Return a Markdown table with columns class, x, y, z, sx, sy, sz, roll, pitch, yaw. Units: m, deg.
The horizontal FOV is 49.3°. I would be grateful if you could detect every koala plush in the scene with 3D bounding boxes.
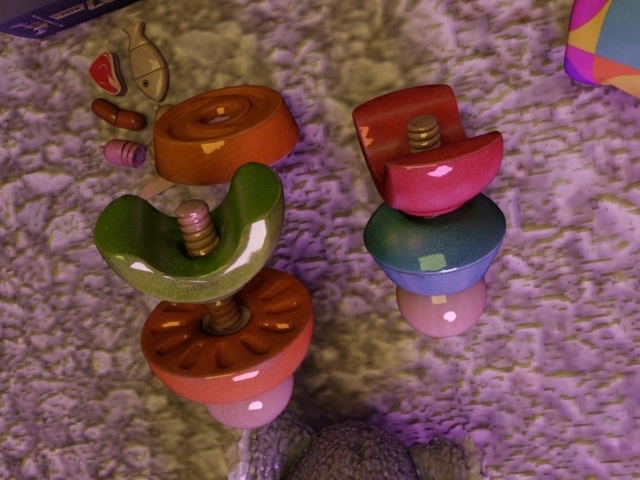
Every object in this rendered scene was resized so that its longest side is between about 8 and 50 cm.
| class | x | y | z | sx | sy | sz | roll | pitch | yaw |
| --- | --- | --- | --- | --- | --- | --- | --- | --- | --- |
| koala plush | 0.016 | 0.222 | 0.450 | 0.196 | 0.203 | 0.221 | 11 | 87 | 13 |

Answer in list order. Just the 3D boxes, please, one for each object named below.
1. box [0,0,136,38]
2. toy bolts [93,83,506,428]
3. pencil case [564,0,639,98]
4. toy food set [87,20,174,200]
| class | x | y | z | sx | sy | sz | roll | pitch | yaw |
| --- | --- | --- | --- | --- | --- | --- | --- | --- | --- |
| box | -0.180 | -0.286 | 0.496 | 0.183 | 0.059 | 0.232 | -16 | 92 | 15 |
| toy bolts | 0.000 | 0.000 | 0.456 | 0.228 | 0.218 | 0.158 | -13 | 124 | 0 |
| pencil case | 0.242 | -0.087 | 0.353 | 0.236 | 0.104 | 0.104 | 36 | 105 | 32 |
| toy food set | -0.142 | -0.096 | 0.529 | 0.078 | 0.019 | 0.122 | -27 | 89 | 16 |
